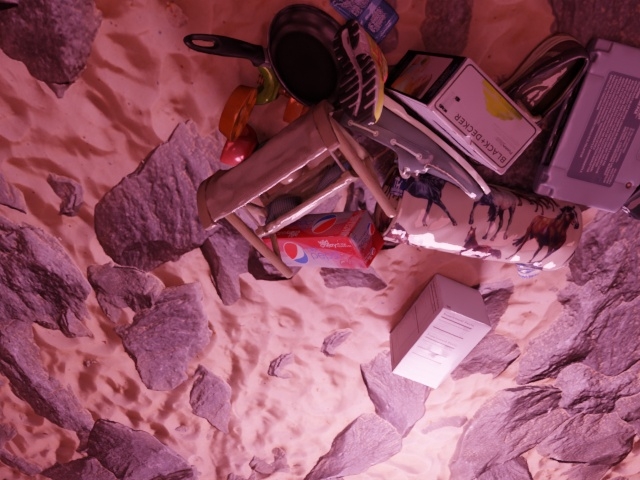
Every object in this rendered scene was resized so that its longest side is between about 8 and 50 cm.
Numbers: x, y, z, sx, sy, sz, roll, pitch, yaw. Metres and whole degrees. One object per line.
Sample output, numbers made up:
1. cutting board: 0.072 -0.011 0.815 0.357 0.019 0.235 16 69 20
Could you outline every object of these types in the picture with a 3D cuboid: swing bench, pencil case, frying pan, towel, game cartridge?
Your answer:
1. swing bench: -0.043 -0.096 0.863 0.253 0.165 0.255 -29 144 17
2. pencil case: 0.324 -0.055 1.023 0.411 0.160 0.183 11 111 -5
3. frying pan: -0.055 -0.285 0.829 0.053 0.326 0.197 -16 107 55
4. towel: 0.078 -0.411 0.872 0.119 0.029 0.067 34 118 -19
5. game cartridge: 0.550 -0.208 0.935 0.196 0.060 0.294 14 108 -3

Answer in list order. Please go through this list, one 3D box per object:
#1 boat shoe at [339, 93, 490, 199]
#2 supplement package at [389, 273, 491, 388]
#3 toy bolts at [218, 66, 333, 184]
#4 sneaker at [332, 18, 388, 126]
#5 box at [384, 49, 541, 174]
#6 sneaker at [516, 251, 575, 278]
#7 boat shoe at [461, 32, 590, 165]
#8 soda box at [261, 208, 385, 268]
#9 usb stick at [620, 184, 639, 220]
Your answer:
1. boat shoe: 0.174 -0.171 0.933 0.319 0.116 0.099 40 104 5
2. supplement package: 0.291 0.229 1.233 0.134 0.139 0.244 22 123 -11
3. toy bolts: -0.087 -0.196 0.926 0.159 0.218 0.228 27 131 -3
4. sneaker: 0.085 -0.283 0.848 0.094 0.208 0.081 18 149 -42
5. box: 0.219 -0.227 0.828 0.169 0.290 0.087 36 105 -19
6. sneaker: 0.522 0.041 1.148 0.135 0.052 0.058 -27 115 19
7. boat shoe: 0.379 -0.251 0.928 0.103 0.092 0.285 31 120 -17
8. soda box: 0.000 0.000 1.051 0.263 0.083 0.092 -1 131 44
9. usb stick: 0.743 -0.152 1.008 0.077 0.045 0.278 33 120 -10
